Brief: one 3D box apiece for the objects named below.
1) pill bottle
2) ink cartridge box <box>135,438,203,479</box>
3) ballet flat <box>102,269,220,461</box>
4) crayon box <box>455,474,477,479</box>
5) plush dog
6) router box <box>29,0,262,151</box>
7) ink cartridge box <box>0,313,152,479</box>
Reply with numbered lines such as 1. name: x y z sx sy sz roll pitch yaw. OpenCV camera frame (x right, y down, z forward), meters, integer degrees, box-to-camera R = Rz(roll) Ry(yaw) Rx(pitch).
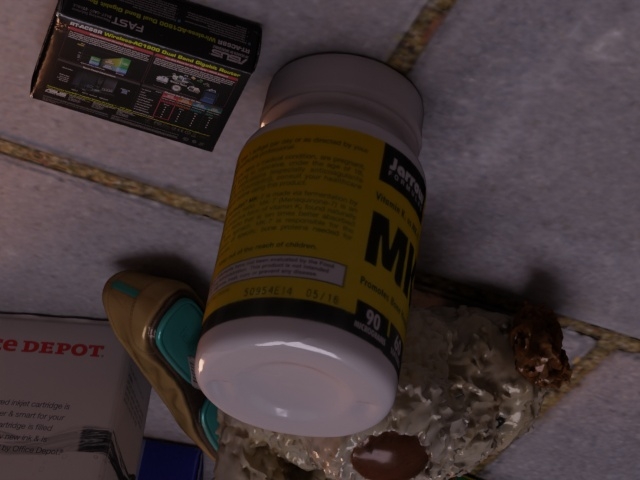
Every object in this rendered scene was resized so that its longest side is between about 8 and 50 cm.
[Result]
1. pill bottle: 0.000 0.000 1.164 0.119 0.209 0.119 7 148 5
2. ink cartridge box: -0.249 0.277 1.727 0.395 0.151 0.270 9 148 -1
3. ballet flat: -0.098 0.093 1.484 0.073 0.080 0.232 24 155 32
4. crayon box: 0.144 0.288 1.697 0.278 0.081 0.165 22 146 -19
5. plush dog: 0.051 0.106 1.379 0.225 0.211 0.262 5 147 -30
6. router box: -0.106 -0.107 1.183 0.122 0.038 0.092 17 148 -12
7. ink cartridge box: -0.234 0.182 1.488 0.172 0.237 0.100 3 150 10
